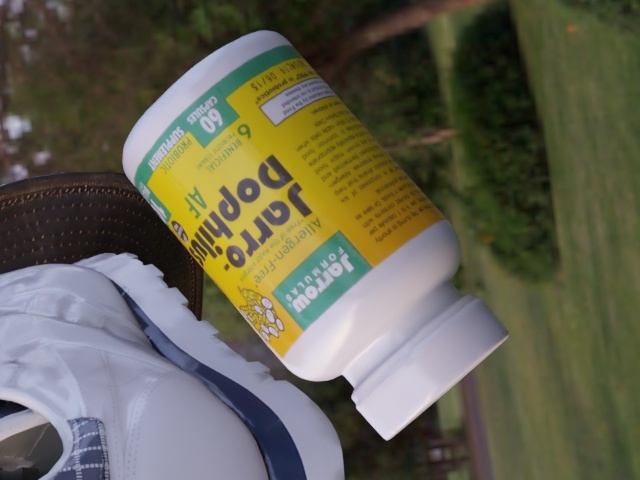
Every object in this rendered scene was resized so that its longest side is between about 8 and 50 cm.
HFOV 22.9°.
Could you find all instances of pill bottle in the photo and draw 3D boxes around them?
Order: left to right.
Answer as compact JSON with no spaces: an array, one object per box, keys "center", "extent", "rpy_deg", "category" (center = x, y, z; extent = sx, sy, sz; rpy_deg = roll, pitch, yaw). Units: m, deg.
[{"center":[0.000,0.000,0.843],"extent":[0.208,0.117,0.117],"rpy_deg":[50,172,8],"category":"pill bottle"}]

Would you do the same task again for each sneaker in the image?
[{"center":[-0.086,0.053,0.473],"extent":[0.235,0.095,0.090],"rpy_deg":[14,102,59],"category":"sneaker"}]

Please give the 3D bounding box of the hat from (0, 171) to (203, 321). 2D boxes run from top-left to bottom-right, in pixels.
[{"center":[-0.135,0.133,0.873],"extent":[0.134,0.331,0.331],"rpy_deg":[25,138,33],"category":"hat"}]
